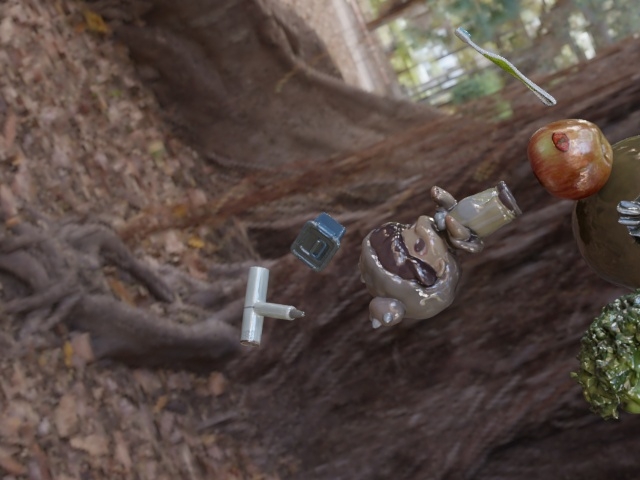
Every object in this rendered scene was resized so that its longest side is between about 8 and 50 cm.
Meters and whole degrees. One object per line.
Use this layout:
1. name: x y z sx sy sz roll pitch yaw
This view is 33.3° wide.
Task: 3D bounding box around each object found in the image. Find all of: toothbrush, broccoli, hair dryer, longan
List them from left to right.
1. hair dryer: -0.081 0.118 2.043 0.044 0.183 0.155 18 68 -39
2. toothbrush: 0.388 -0.363 2.249 0.263 0.022 0.026 39 51 2
3. longan: 0.618 -0.047 1.990 0.319 0.319 0.319 -23 90 -81
4. broccoli: 0.518 0.181 1.572 0.245 0.248 0.288 54 -7 3

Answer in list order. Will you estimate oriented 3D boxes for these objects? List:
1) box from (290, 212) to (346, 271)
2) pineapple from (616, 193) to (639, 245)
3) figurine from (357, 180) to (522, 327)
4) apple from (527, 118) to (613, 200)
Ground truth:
1. box: 0.000 0.000 1.938 0.074 0.099 0.054 39 45 4
2. pineapple: 0.447 -0.063 1.207 0.119 0.237 0.111 31 41 -37
3. figurine: 0.239 0.016 2.196 0.203 0.380 0.248 40 21 -34
4. apple: 0.440 -0.143 1.871 0.146 0.131 0.146 47 29 -36
